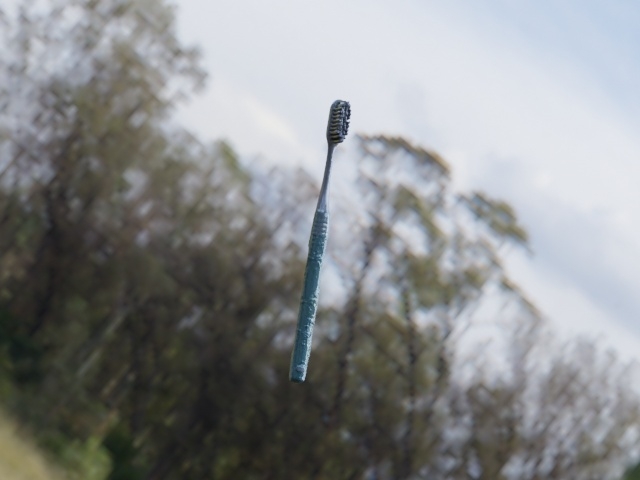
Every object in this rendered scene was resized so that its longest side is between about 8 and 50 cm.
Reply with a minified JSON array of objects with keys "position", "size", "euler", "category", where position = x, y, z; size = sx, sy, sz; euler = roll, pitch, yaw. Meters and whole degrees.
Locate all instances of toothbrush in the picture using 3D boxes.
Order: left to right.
[{"position":[0.000,0.000,0.968],"size":[0.011,0.167,0.014],"euler":[11,-4,-25],"category":"toothbrush"}]
